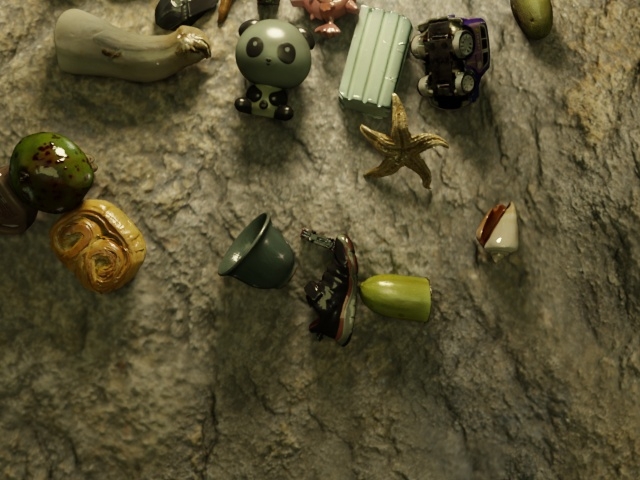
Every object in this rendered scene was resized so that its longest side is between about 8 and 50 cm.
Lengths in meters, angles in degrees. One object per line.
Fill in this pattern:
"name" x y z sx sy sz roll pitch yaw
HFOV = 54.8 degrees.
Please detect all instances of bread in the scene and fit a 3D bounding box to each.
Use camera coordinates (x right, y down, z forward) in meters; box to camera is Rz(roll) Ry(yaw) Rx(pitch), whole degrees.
"bread" -0.556 0.012 1.563 0.198 0.120 0.236 -43 90 -2

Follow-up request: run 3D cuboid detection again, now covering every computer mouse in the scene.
"computer mouse" -0.357 -0.629 1.629 0.192 0.062 0.106 -35 89 -2

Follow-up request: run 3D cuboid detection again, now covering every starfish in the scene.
"starfish" 0.206 -0.236 1.595 0.235 0.062 0.277 -17 117 21

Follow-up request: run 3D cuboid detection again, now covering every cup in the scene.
"cup" -0.140 0.050 1.557 0.150 0.199 0.199 39 87 -17

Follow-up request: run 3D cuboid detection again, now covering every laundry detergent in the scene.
"laundry detergent" -0.831 -0.082 1.567 0.237 0.076 0.171 -17 117 24

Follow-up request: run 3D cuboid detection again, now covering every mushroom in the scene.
"mushroom" -0.481 -0.493 1.591 0.397 0.126 0.177 11 78 3

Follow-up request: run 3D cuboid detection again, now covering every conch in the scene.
"conch" 0.468 -0.025 1.608 0.104 0.094 0.176 4 81 38

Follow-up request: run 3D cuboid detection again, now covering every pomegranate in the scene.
"pomegranate" -0.641 -0.169 1.513 0.202 0.248 0.202 6 107 19

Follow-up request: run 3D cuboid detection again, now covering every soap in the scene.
"soap" 0.144 -0.463 1.624 0.150 0.094 0.262 15 88 4

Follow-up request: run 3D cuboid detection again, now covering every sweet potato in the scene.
"sweet potato" -0.224 -0.678 1.642 0.050 0.050 0.214 33 87 0

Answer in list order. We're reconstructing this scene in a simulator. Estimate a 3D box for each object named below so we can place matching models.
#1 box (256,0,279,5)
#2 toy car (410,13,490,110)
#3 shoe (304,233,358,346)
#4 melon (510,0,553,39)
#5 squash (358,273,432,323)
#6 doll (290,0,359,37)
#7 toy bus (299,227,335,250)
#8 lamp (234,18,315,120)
"box" -0.136 -0.672 1.640 0.063 0.060 0.085 2 86 -6
"toy car" 0.349 -0.459 1.586 0.158 0.172 0.235 -21 112 -30
"shoe" 0.026 0.123 1.576 0.137 0.114 0.291 6 97 1
"melon" 0.560 -0.610 1.634 0.099 0.099 0.162 -23 89 -3
"squash" 0.188 0.140 1.579 0.186 0.123 0.123 9 87 -2
"doll" 0.024 -0.652 1.615 0.211 0.093 0.262 3 78 18
"toy bus" 0.000 0.000 1.617 0.110 0.043 0.031 23 83 1
"lamp" -0.125 -0.435 1.572 0.197 0.198 0.244 10 96 -1
